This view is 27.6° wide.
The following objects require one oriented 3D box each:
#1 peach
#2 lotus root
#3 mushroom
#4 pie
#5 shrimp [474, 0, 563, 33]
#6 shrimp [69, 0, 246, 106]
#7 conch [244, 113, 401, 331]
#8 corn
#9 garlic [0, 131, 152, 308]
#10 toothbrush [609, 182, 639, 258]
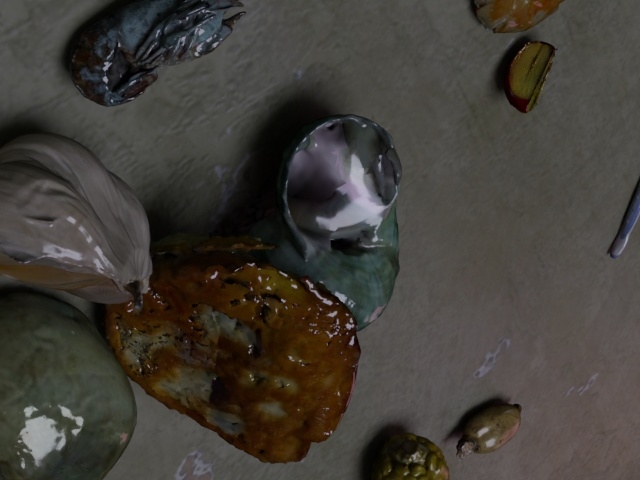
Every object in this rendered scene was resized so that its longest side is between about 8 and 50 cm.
[{"bbox_3d":[0.255,-0.205,1.607,0.077,0.050,0.083,-46,160,-46],"label":"peach"},{"bbox_3d":[0.263,0.295,2.027,0.152,0.063,0.072,-28,147,-32],"label":"lotus root"},{"bbox_3d":[-0.268,0.180,1.307,0.189,0.164,0.267,-28,137,-26],"label":"mushroom"},{"bbox_3d":[-0.094,0.102,1.361,0.085,0.308,0.308,-64,159,-45],"label":"pie"},{"bbox_3d":[0.232,-0.348,1.461,0.154,0.062,0.294,-29,140,-17],"label":"shrimp"},{"bbox_3d":[-0.123,-0.198,1.197,0.233,0.090,0.079,-29,105,-10],"label":"shrimp"},{"bbox_3d":[0.000,0.000,1.426,0.277,0.195,0.220,-41,137,14],"label":"conch"},{"bbox_3d":[0.138,0.419,1.961,0.120,0.120,0.363,-32,140,-23],"label":"corn"},{"bbox_3d":[-0.234,-0.020,1.185,0.229,0.178,0.142,60,41,-70],"label":"garlic"},{"bbox_3d":[0.489,-0.088,1.969,0.027,0.021,0.269,-7,126,-35],"label":"toothbrush"}]
